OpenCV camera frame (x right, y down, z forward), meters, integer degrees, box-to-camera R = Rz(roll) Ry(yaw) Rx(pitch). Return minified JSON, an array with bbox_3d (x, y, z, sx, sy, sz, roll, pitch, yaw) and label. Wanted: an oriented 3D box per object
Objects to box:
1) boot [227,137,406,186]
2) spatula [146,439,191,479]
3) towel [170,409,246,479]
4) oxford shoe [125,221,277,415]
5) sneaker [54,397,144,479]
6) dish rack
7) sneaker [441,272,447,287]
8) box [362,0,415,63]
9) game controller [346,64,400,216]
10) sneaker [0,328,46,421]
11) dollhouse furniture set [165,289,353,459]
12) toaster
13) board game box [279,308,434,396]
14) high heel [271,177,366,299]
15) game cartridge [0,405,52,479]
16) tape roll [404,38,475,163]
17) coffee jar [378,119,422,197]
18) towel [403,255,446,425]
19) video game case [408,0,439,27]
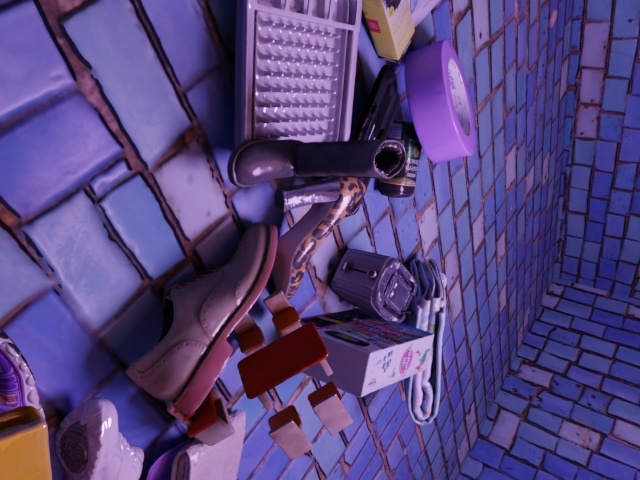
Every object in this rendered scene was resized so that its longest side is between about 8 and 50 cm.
[{"bbox_3d":[-0.005,-0.114,0.730,0.190,0.209,0.076,-31,128,-44],"label":"boot"},{"bbox_3d":[-0.280,0.491,0.876,0.084,0.030,0.296,-10,112,-54],"label":"spatula"},{"bbox_3d":[-0.215,0.472,0.916,0.187,0.049,0.282,-13,115,-68],"label":"towel"},{"bbox_3d":[-0.173,0.086,0.783,0.130,0.123,0.348,31,51,-11],"label":"oxford shoe"},{"bbox_3d":[-0.315,0.317,0.725,0.115,0.090,0.232,-20,129,-56],"label":"sneaker"},{"bbox_3d":[-0.045,-0.291,0.840,0.286,0.072,0.332,-19,118,-50],"label":"dish rack"},{"bbox_3d":[0.358,0.181,1.608,0.073,0.063,0.162,0,100,-36],"label":"sneaker"},{"bbox_3d":[0.131,-0.465,0.984,0.087,0.058,0.232,-62,154,-8],"label":"box"},{"bbox_3d":[0.090,-0.203,1.041,0.166,0.067,0.319,41,69,-71],"label":"game controller"},{"bbox_3d":[-0.380,0.177,0.583,0.071,0.068,0.169,-24,123,-40],"label":"sneaker"},{"bbox_3d":[-0.112,0.227,0.827,0.259,0.262,0.135,-29,131,-5],"label":"dollhouse furniture set"},{"bbox_3d":[0.130,0.108,1.176,0.227,0.146,0.129,41,71,-52],"label":"toaster"},{"bbox_3d":[0.085,0.238,1.104,0.303,0.224,0.097,4,98,-55],"label":"board game box"},{"bbox_3d":[0.000,0.000,0.945,0.186,0.093,0.261,-15,129,-29],"label":"high heel"},{"bbox_3d":[-0.382,0.340,0.422,0.285,0.053,0.323,-11,112,-47],"label":"game cartridge"},{"bbox_3d":[0.291,-0.328,1.179,0.275,0.090,0.274,27,58,-54],"label":"tape roll"},{"bbox_3d":[0.197,-0.195,1.202,0.096,0.079,0.184,-8,110,-53],"label":"coffee jar"},{"bbox_3d":[0.287,0.265,1.383,0.320,0.090,0.374,-70,163,-68],"label":"towel"},{"bbox_3d":[0.244,-0.666,1.056,0.300,0.036,0.329,-52,151,-27],"label":"video game case"}]
